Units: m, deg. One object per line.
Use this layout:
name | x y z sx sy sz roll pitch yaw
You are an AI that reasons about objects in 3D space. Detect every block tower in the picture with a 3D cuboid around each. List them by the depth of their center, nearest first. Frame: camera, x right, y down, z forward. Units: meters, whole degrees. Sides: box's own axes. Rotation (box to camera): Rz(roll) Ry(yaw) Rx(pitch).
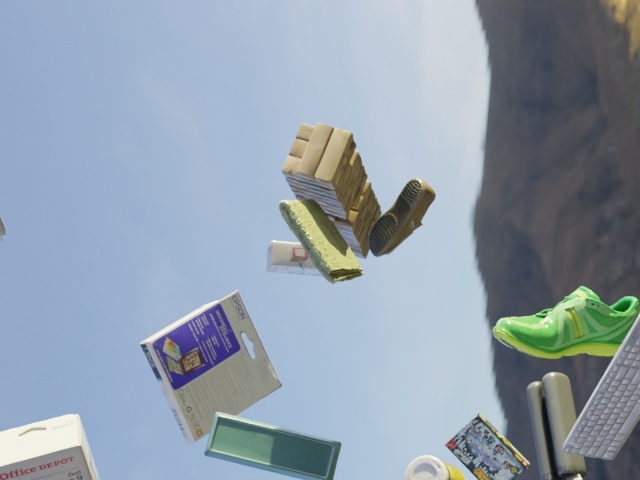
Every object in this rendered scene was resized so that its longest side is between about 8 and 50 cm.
block tower | 0.024 -0.078 2.117 0.335 0.091 0.097 66 -135 -66

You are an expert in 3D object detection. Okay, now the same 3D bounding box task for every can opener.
can opener | 0.336 0.322 1.877 0.074 0.093 0.280 -38 42 45

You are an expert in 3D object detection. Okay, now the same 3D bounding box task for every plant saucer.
plant saucer | -0.069 0.301 1.895 0.018 0.192 0.067 90 -166 -73

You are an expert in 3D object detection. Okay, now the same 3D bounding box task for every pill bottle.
pill bottle | 0.167 0.343 1.830 0.116 0.065 0.065 36 -121 -57

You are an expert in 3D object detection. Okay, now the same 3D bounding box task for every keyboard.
keyboard | 0.370 0.182 1.581 0.014 0.072 0.256 -84 10 -49

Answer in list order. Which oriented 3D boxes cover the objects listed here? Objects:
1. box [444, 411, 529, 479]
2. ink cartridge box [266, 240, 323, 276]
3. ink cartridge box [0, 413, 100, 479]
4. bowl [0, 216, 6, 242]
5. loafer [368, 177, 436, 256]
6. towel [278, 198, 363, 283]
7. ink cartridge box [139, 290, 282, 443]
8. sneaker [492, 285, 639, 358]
box | 0.317 0.407 2.491 0.094 0.137 0.027 -48 -7 26
ink cartridge box | -0.042 0.036 2.555 0.088 0.122 0.052 125 151 -77
ink cartridge box | -0.438 0.402 2.116 0.093 0.154 0.212 -116 13 -59
bowl | -0.549 -0.084 1.699 0.134 0.298 0.298 -38 -35 -19
loafer | 0.128 -0.029 1.996 0.148 0.050 0.056 -52 43 28
towel | 0.000 0.000 1.939 0.148 0.027 0.110 56 -157 14
ink cartridge box | -0.196 0.226 2.361 0.208 0.045 0.206 -29 -78 -30
sneaker | 0.434 0.141 2.302 0.109 0.295 0.123 -158 68 -67
